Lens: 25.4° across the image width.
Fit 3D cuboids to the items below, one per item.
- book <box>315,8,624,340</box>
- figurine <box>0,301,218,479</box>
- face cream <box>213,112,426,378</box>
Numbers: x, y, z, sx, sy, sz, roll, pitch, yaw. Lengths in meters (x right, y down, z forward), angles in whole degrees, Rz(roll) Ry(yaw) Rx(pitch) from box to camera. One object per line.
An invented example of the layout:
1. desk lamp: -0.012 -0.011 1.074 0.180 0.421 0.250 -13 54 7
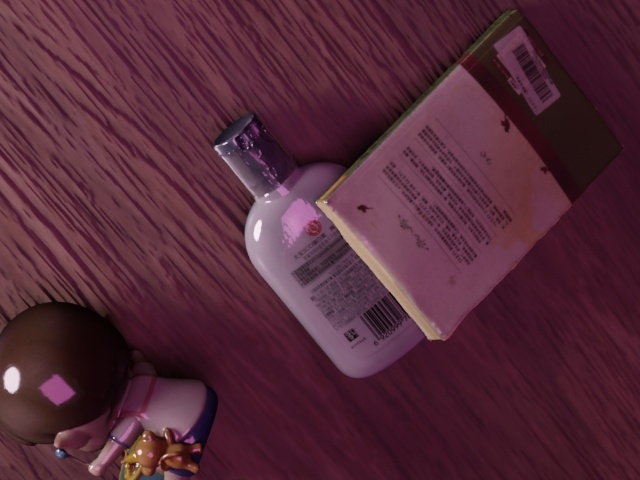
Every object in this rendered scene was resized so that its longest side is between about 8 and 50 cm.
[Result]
1. book: 0.156 -0.066 1.422 0.289 0.026 0.201 -44 109 -12
2. figurine: -0.234 0.152 1.387 0.276 0.161 0.158 31 134 -14
3. face cream: 0.000 0.000 1.423 0.144 0.071 0.291 -41 109 -3
